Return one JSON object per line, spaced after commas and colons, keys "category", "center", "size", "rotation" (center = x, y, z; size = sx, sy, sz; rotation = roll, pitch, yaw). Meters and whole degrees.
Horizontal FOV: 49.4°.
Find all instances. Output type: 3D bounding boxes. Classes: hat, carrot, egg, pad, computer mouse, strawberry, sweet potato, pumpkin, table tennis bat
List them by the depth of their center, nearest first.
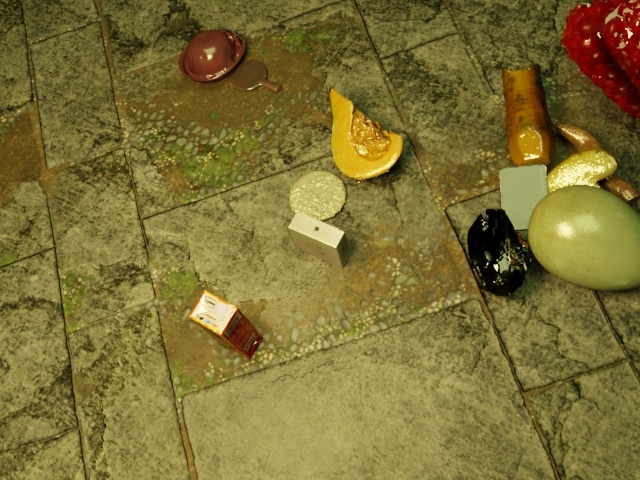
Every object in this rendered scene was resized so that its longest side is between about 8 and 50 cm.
{"category": "egg", "center": [0.605, 0.003, 1.537], "size": [0.295, 0.218, 0.218], "rotation": [34, 75, 10]}
{"category": "computer mouse", "center": [0.403, 0.021, 1.609], "size": [0.146, 0.077, 0.241], "rotation": [-29, 47, 25]}
{"category": "pad", "center": [0.495, -0.105, 1.686], "size": [0.112, 0.003, 0.157], "rotation": [-5, 84, 16]}
{"category": "sweet potato", "center": [0.672, -0.197, 1.701], "size": [0.067, 0.059, 0.281], "rotation": [-33, 62, 14]}
{"category": "strawberry", "center": [0.790, -0.462, 1.716], "size": [0.318, 0.295, 0.345], "rotation": [-26, 97, -20]}
{"category": "carrot", "center": [0.523, -0.319, 1.756], "size": [0.114, 0.114, 0.301], "rotation": [-4, 64, 8]}
{"category": "pumpkin", "center": [0.090, -0.251, 1.814], "size": [0.278, 0.111, 0.163], "rotation": [41, 94, 21]}
{"category": "table tennis bat", "center": [-0.194, -0.484, 1.947], "size": [0.170, 0.119, 0.107], "rotation": [29, 74, 22]}
{"category": "hat", "center": [-0.319, -0.546, 2.003], "size": [0.206, 0.089, 0.205], "rotation": [-7, 59, 12]}

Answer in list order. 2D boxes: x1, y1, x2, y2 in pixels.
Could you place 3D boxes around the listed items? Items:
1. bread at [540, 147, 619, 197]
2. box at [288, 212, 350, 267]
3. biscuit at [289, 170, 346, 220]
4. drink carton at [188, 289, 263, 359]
{"category": "bread", "center": [0.631, -0.131, 1.655], "size": [0.188, 0.065, 0.149], "rotation": [-40, 69, 28]}
{"category": "box", "center": [0.000, 0.000, 1.687], "size": [0.129, 0.130, 0.051], "rotation": [23, 72, 19]}
{"category": "biscuit", "center": [-0.007, -0.116, 1.802], "size": [0.152, 0.020, 0.152], "rotation": [-3, 65, 7]}
{"category": "drink carton", "center": [-0.211, 0.197, 1.583], "size": [0.096, 0.223, 0.071], "rotation": [25, 74, 21]}
